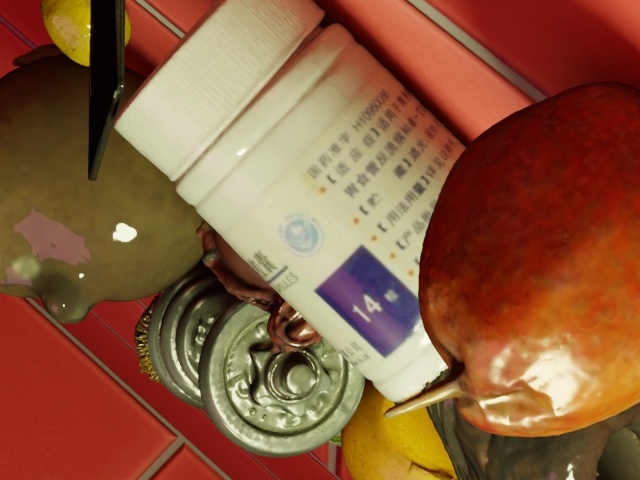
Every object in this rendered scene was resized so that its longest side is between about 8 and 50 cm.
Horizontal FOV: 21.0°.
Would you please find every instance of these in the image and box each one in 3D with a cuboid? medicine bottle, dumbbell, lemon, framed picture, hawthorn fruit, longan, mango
[{"bbox_3d":[0.007,-0.050,1.382,0.332,0.190,0.190,45,164,-3],"label":"medicine bottle"},{"bbox_3d":[-0.077,0.123,1.888,0.179,0.179,0.406,48,170,-14],"label":"dumbbell"},{"bbox_3d":[-0.234,-0.221,1.746,0.110,0.082,0.082,51,163,-23],"label":"lemon"},{"bbox_3d":[-0.184,-0.204,1.478,0.013,0.244,0.324,2,169,-10],"label":"framed picture"},{"bbox_3d":[0.148,0.032,1.112,0.210,0.262,0.210,37,164,12],"label":"hawthorn fruit"},{"bbox_3d":[-0.250,-0.048,1.803,0.300,0.300,0.243,36,165,26],"label":"longan"},{"bbox_3d":[0.154,0.254,1.875,0.290,0.160,0.191,28,153,19],"label":"mango"}]

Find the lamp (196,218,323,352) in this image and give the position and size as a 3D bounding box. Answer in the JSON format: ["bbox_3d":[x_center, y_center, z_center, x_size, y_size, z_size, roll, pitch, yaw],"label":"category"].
[{"bbox_3d":[0.001,0.001,1.611,0.223,0.215,0.151,64,-177,13],"label":"lamp"}]

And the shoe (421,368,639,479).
[{"bbox_3d":[0.244,0.241,1.569,0.237,0.171,0.384,33,153,47],"label":"shoe"}]

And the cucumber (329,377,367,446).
[{"bbox_3d":[0.027,0.190,2.068,0.244,0.134,0.134,27,157,38],"label":"cucumber"}]

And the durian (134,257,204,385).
[{"bbox_3d":[-0.159,0.097,2.237,0.138,0.193,0.237,18,165,6],"label":"durian"}]

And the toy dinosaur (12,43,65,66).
[{"bbox_3d":[-0.250,-0.112,2.007,0.206,0.113,0.327,39,161,19],"label":"toy dinosaur"}]
